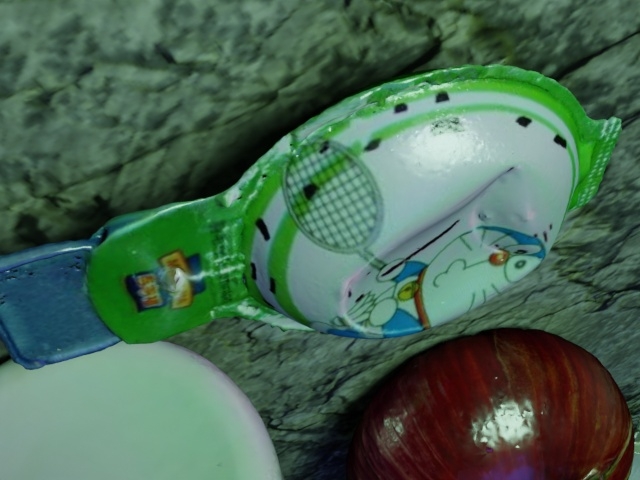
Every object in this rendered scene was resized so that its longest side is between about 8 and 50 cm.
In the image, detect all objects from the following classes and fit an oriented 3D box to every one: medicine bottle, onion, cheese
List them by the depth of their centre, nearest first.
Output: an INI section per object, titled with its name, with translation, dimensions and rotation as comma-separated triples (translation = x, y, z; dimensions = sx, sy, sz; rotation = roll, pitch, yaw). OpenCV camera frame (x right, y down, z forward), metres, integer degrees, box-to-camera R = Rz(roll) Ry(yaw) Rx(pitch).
[cheese]
translation = 0.000, 0.000, 0.472
dimensions = 0.320, 0.083, 0.204
rotation = -16, 147, -11
[medicine bottle]
translation = -0.114, 0.221, 0.612
dimensions = 0.212, 0.212, 0.325
rotation = -17, 147, -9
[onion]
translation = 0.133, 0.179, 0.756
dimensions = 0.248, 0.161, 0.248
rotation = 6, 135, 6

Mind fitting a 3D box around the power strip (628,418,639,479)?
[power strip]
translation = 0.298, 0.341, 1.051
dimensions = 0.106, 0.043, 0.367
rotation = 13, 119, 5
